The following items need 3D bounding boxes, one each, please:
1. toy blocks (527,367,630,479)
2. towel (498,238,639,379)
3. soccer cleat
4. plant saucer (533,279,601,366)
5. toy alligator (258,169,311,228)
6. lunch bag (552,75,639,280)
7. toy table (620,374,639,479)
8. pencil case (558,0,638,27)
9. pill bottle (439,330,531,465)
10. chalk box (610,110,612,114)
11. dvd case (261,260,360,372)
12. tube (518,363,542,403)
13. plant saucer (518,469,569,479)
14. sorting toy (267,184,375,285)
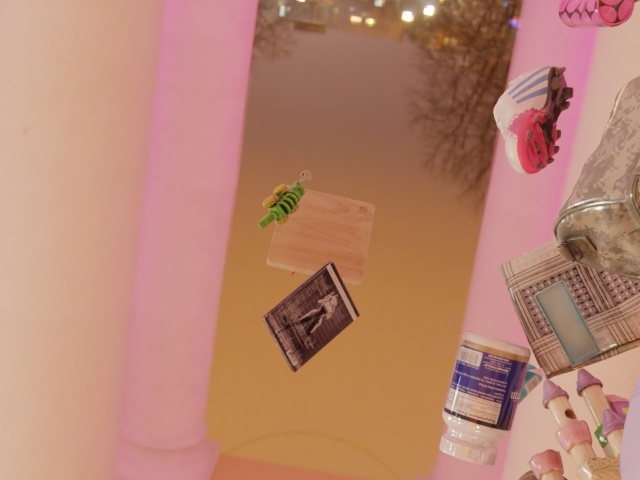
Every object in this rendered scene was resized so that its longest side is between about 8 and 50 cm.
[{"bbox_3d":[0.580,0.345,1.838,0.288,0.309,0.260,2,-133,-20],"label":"toy blocks"},{"bbox_3d":[0.583,0.112,2.050,0.324,0.056,0.312,-24,-129,12],"label":"towel"},{"bbox_3d":[0.398,-0.228,1.856,0.143,0.116,0.331,-9,-147,35],"label":"soccer cleat"},{"bbox_3d":[0.495,0.165,1.893,0.067,0.192,0.018,-29,-159,9],"label":"plant saucer"},{"bbox_3d":[-0.056,-0.087,1.847,0.051,0.056,0.190,-12,-152,46],"label":"toy alligator"},{"bbox_3d":[0.477,-0.096,1.284,0.256,0.305,0.212,1,140,48],"label":"lunch bag"},{"bbox_3d":[0.599,0.288,1.496,0.161,0.274,0.252,14,-164,-6],"label":"toy table"},{"bbox_3d":[0.556,-0.480,1.907,0.095,0.098,0.209,-7,-168,-9],"label":"pencil case"},{"bbox_3d":[0.349,0.340,2.035,0.153,0.265,0.153,15,179,0],"label":"pill bottle"},{"bbox_3d":[0.771,-0.263,2.066,0.180,0.179,0.289,-30,177,10],"label":"chalk box"},{"bbox_3d":[-0.019,0.177,2.197,0.221,0.164,0.018,-39,-153,-24],"label":"dvd case"},{"bbox_3d":[0.432,0.370,2.199,0.207,0.080,0.052,-37,-175,-22],"label":"tube"},{"bbox_3d":[0.489,0.629,2.013,0.041,0.278,0.278,-7,-159,-29],"label":"plant saucer"},{"bbox_3d":[0.000,0.000,2.578,0.257,0.089,0.255,13,-123,-2],"label":"sorting toy"}]
